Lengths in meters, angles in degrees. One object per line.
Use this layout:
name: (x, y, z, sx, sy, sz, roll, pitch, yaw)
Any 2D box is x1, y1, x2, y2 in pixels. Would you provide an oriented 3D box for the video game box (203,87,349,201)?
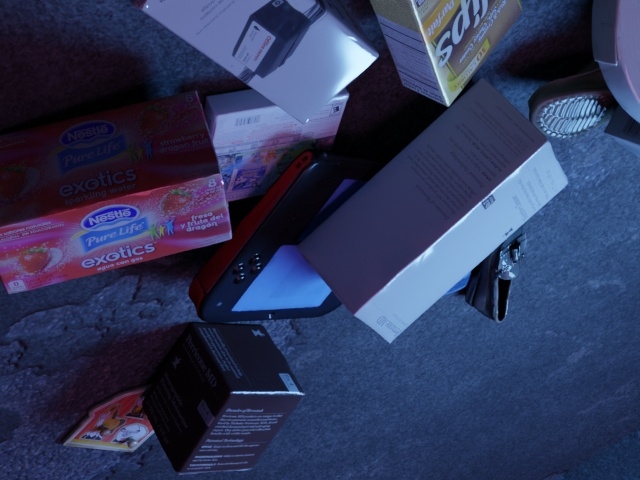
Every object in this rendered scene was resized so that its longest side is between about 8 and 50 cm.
video game box: (-0.075, -0.140, 1.705, 0.205, 0.048, 0.187, -12, 142, -25)

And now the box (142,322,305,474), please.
box: (-0.170, 0.271, 2.065, 0.167, 0.168, 0.203, 6, 127, -42)

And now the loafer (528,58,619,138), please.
loafer: (0.429, -0.235, 1.920, 0.268, 0.092, 0.102, -11, 142, -30)

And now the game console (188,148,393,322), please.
game console: (0.000, 0.000, 1.888, 0.342, 0.060, 0.386, -47, 154, 26)

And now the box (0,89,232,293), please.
box: (-0.277, -0.063, 1.525, 0.300, 0.154, 0.142, -14, 145, -7)

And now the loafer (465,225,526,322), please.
loafer: (0.345, 0.053, 2.247, 0.096, 0.084, 0.267, -30, 152, -27)

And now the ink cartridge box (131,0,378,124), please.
ink cartridge box: (-0.099, -0.294, 1.312, 0.129, 0.223, 0.307, -40, 146, 14)

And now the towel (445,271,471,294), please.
towel: (0.254, 0.057, 2.244, 0.067, 0.029, 0.119, -19, 146, -17)

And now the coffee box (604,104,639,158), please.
coffee box: (0.598, -0.251, 1.877, 0.168, 0.119, 0.297, 27, 93, -38)

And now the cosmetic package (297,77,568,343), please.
cosmetic package: (0.174, -0.038, 1.836, 0.385, 0.156, 0.217, -44, 155, 4)

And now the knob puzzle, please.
knob puzzle: (-0.337, 0.321, 2.148, 0.213, 0.030, 0.213, -20, 146, -14)

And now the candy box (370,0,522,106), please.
candy box: (0.152, -0.336, 1.518, 0.183, 0.087, 0.316, -51, 149, -12)

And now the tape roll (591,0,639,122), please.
tape roll: (0.574, -0.328, 1.728, 0.392, 0.072, 0.392, -5, 105, -17)
